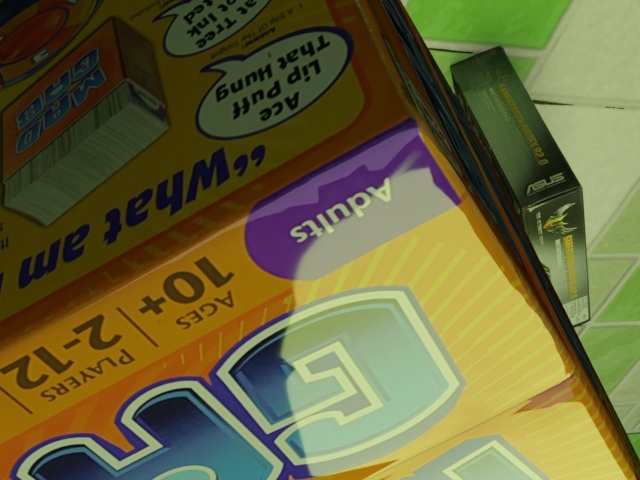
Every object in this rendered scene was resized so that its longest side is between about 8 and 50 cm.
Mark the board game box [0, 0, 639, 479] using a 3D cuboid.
[{"bbox_3d":[-0.073,0.025,0.683,0.356,0.356,0.356,-28,133,11],"label":"board game box"}]

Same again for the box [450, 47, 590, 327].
[{"bbox_3d":[0.193,-0.040,1.126,0.056,0.183,0.231,-20,143,0],"label":"box"}]
